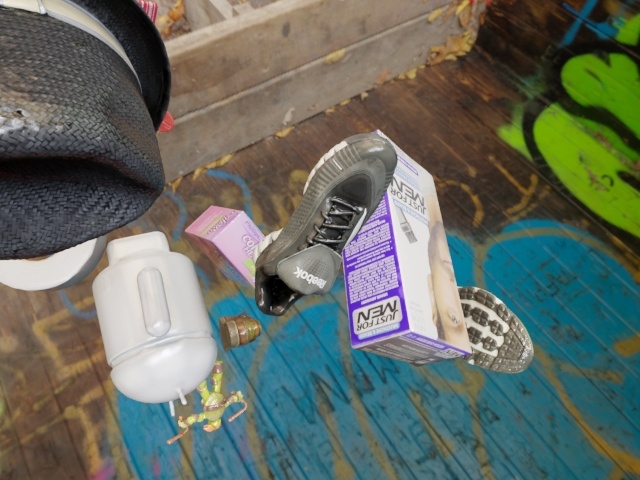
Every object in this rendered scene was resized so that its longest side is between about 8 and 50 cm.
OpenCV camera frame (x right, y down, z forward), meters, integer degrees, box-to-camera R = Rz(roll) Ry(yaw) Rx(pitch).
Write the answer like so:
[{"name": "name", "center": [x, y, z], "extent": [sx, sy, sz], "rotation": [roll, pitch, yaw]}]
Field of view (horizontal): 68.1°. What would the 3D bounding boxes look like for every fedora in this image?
[{"name": "fedora", "center": [-0.256, -0.080, 0.408], "extent": [0.334, 0.153, 0.334], "rotation": [-33, 160, -14]}]

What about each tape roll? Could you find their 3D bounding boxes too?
[{"name": "tape roll", "center": [-0.534, -0.013, 0.909], "extent": [0.219, 0.219, 0.072], "rotation": [-33, 179, -12]}]

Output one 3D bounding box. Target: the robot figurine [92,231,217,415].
[{"name": "robot figurine", "center": [-0.325, 0.162, 0.938], "extent": [0.199, 0.354, 0.300], "rotation": [-15, 159, -20]}]

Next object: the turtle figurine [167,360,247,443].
[{"name": "turtle figurine", "center": [-0.342, 0.489, 1.434], "extent": [0.269, 0.218, 0.087], "rotation": [-13, -171, -36]}]

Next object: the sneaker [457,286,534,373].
[{"name": "sneaker", "center": [0.356, 0.187, 1.133], "extent": [0.182, 0.410, 0.158], "rotation": [24, 95, -31]}]

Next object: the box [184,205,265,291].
[{"name": "box", "center": [-0.245, 0.022, 1.360], "extent": [0.117, 0.243, 0.214], "rotation": [-47, 119, -19]}]

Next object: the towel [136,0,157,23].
[{"name": "towel", "center": [-0.689, -0.714, 1.582], "extent": [0.274, 0.031, 0.199], "rotation": [-19, 149, -44]}]

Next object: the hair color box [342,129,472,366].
[{"name": "hair color box", "center": [0.125, 0.014, 0.762], "extent": [0.110, 0.339, 0.185], "rotation": [-24, 147, 34]}]

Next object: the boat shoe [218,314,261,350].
[{"name": "boat shoe", "center": [-0.261, 0.294, 1.518], "extent": [0.104, 0.111, 0.307], "rotation": [-10, 179, -20]}]

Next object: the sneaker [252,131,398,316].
[{"name": "sneaker", "center": [0.000, 0.000, 0.474], "extent": [0.078, 0.106, 0.234], "rotation": [26, 129, -22]}]

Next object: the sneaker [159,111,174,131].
[{"name": "sneaker", "center": [-0.576, -0.436, 1.554], "extent": [0.087, 0.221, 0.128], "rotation": [-55, -164, 8]}]
